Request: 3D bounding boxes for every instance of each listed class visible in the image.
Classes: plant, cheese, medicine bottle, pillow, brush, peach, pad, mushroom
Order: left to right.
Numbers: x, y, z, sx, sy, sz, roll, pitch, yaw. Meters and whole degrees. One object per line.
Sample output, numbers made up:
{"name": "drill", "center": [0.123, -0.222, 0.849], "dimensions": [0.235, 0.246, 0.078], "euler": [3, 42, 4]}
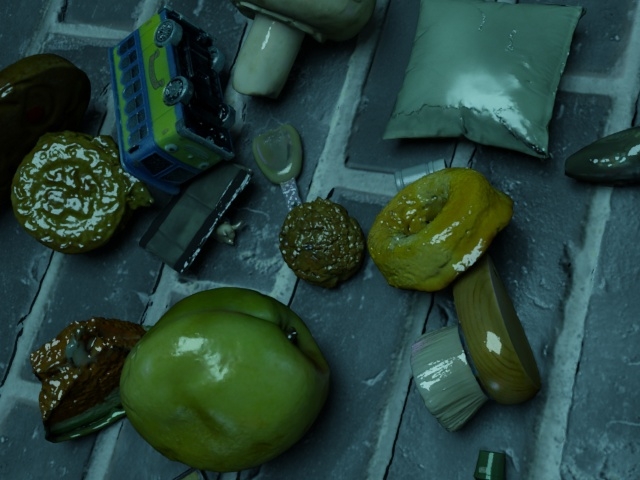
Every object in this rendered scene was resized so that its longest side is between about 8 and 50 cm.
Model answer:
{"name": "pad", "center": [-0.238, -0.060, 1.833], "dimensions": [0.174, 0.022, 0.233], "euler": [29, 81, 46]}
{"name": "peach", "center": [-0.155, 0.219, 1.572], "dimensions": [0.316, 0.314, 0.281], "euler": [-39, 24, 28]}
{"name": "cheese", "center": [-0.066, -0.125, 1.820], "dimensions": [0.097, 0.037, 0.192], "euler": [-23, 64, 10]}
{"name": "mushroom", "center": [-0.056, -0.425, 1.833], "dimensions": [0.314, 0.314, 0.336], "euler": [27, 105, 26]}
{"name": "medicine bottle", "center": [0.180, -0.106, 1.716], "dimensions": [0.091, 0.058, 0.058], "euler": [-14, 65, 13]}
{"name": "brush", "center": [0.230, 0.152, 1.544], "dimensions": [0.166, 0.174, 0.266], "euler": [-24, 54, 19]}
{"name": "pillow", "center": [0.285, -0.298, 1.724], "dimensions": [0.313, 0.119, 0.310], "euler": [11, 76, 22]}
{"name": "plant", "center": [0.259, 0.376, 1.502], "dimensions": [0.051, 0.051, 0.102], "euler": [7, 82, 21]}

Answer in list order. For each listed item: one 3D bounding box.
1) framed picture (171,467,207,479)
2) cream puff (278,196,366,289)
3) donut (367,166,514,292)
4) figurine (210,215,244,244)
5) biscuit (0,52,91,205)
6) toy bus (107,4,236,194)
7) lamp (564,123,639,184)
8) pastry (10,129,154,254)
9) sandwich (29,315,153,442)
{"name": "framed picture", "center": [-0.291, 0.569, 1.628], "dimensions": [0.339, 0.014, 0.255], "euler": [-33, 63, 4]}
{"name": "cream puff", "center": [0.000, 0.000, 1.702], "dimensions": [0.165, 0.115, 0.150], "euler": [15, 79, 22]}
{"name": "donut", "center": [0.193, -0.018, 1.596], "dimensions": [0.254, 0.118, 0.253], "euler": [-30, 28, 18]}
{"name": "figurine", "center": [-0.184, -0.026, 1.821], "dimensions": [0.083, 0.047, 0.050], "euler": [19, 61, 32]}
{"name": "biscuit", "center": [-0.604, -0.191, 1.860], "dimensions": [0.070, 0.350, 0.394], "euler": [42, 92, 13]}
{"name": "toy bus", "center": [-0.283, -0.266, 1.851], "dimensions": [0.190, 0.152, 0.312], "euler": [-30, 56, 25]}
{"name": "lamp", "center": [0.524, -0.141, 1.592], "dimensions": [0.250, 0.101, 0.101], "euler": [-9, 66, 18]}
{"name": "pastry", "center": [-0.467, -0.098, 1.870], "dimensions": [0.235, 0.132, 0.240], "euler": [-39, 92, -2]}
{"name": "sandwich", "center": [-0.396, 0.228, 1.708], "dimensions": [0.292, 0.212, 0.109], "euler": [-45, 47, 12]}
